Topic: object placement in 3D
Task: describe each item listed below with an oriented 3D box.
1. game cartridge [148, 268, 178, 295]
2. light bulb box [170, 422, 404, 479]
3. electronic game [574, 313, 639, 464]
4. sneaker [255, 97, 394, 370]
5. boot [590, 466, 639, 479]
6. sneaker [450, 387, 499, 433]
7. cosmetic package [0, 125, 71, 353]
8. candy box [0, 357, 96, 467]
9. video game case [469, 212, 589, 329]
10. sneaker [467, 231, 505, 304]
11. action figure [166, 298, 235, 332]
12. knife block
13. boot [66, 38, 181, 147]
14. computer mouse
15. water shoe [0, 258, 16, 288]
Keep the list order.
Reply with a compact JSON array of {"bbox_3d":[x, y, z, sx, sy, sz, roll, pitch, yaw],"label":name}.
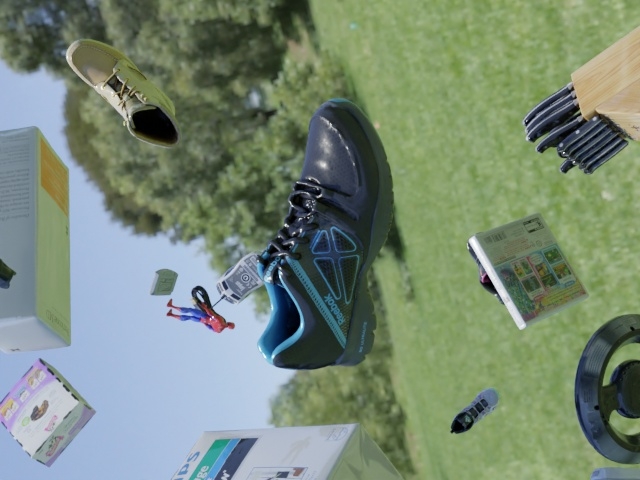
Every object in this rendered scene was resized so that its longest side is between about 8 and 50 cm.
[{"bbox_3d":[-0.320,0.085,2.224,0.056,0.017,0.083,-68,-20,5],"label":"game cartridge"},{"bbox_3d":[-0.026,0.486,1.682,0.358,0.361,0.225,55,-133,-24],"label":"light bulb box"},{"bbox_3d":[0.477,0.227,1.664,0.048,0.229,0.229,-1,106,60],"label":"electronic game"},{"bbox_3d":[0.000,0.000,1.318,0.125,0.139,0.341,20,112,56],"label":"sneaker"},{"bbox_3d":[0.602,0.463,1.893,0.095,0.258,0.123,74,-163,-68],"label":"boot"},{"bbox_3d":[0.246,0.281,1.758,0.038,0.098,0.069,44,-152,13],"label":"sneaker"},{"bbox_3d":[-0.668,0.001,2.435,0.230,0.161,0.453,74,-171,-68],"label":"cosmetic package"},{"bbox_3d":[-0.629,0.390,2.477,0.196,0.165,0.070,35,170,40],"label":"candy box"},{"bbox_3d":[0.294,0.040,1.528,0.019,0.157,0.143,-41,73,46],"label":"video game case"},{"bbox_3d":[0.287,0.045,1.779,0.178,0.077,0.072,50,131,47],"label":"sneaker"},{"bbox_3d":[-0.193,0.124,1.769,0.030,0.115,0.038,-57,-19,-53],"label":"action figure"},{"bbox_3d":[0.432,-0.228,1.603,0.088,0.276,0.242,32,172,-34],"label":"knife block"},{"bbox_3d":[-0.392,-0.293,2.186,0.262,0.095,0.203,40,-171,-25],"label":"boot"},{"bbox_3d":[-0.169,0.092,2.202,0.106,0.193,0.042,50,-166,-6],"label":"computer mouse"},{"bbox_3d":[-0.641,0.069,2.035,0.080,0.203,0.073,38,-114,-32],"label":"water shoe"}]
